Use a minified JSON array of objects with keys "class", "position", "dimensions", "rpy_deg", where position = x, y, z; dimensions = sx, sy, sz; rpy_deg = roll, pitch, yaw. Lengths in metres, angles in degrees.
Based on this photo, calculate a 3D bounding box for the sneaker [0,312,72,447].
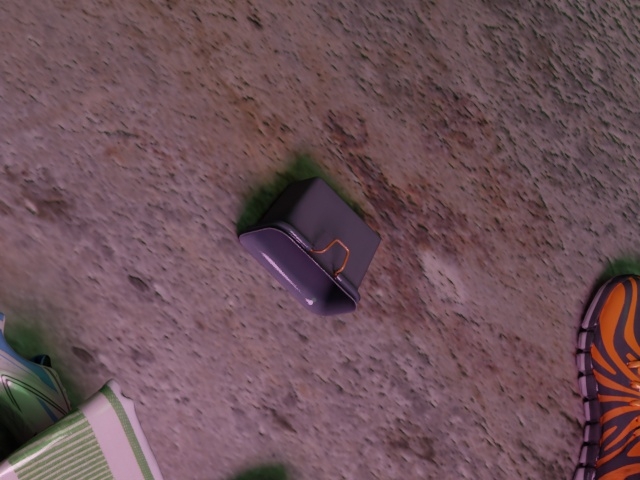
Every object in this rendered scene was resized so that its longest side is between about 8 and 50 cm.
[{"class":"sneaker","position":[-0.263,0.167,1.564],"dimensions":[0.086,0.085,0.237],"rpy_deg":[-51,117,-29]}]

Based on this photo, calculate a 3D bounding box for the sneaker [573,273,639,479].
[{"class":"sneaker","position":[0.391,0.200,1.882],"dimensions":[0.125,0.180,0.321],"rpy_deg":[2,90,-30]}]

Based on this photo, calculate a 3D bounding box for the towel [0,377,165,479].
[{"class":"towel","position":[-0.285,0.289,1.492],"dimensions":[0.325,0.038,0.248],"rpy_deg":[-34,140,-18]}]

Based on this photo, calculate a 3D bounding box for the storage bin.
[{"class":"storage bin","position":[0.000,0.000,1.711],"dimensions":[0.135,0.098,0.091],"rpy_deg":[44,60,-23]}]
